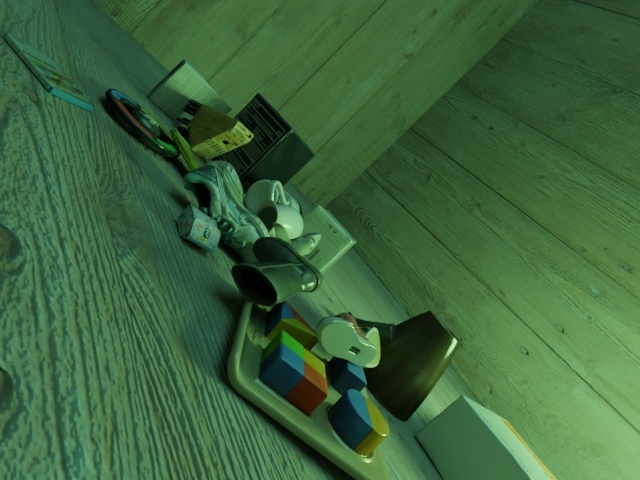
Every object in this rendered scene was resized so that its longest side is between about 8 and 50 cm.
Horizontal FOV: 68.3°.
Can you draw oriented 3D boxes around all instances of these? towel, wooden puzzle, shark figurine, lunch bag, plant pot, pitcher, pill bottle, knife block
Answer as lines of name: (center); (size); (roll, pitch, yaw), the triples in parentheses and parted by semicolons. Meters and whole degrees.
towel: (-0.333, -0.194, 1.269); (0.237, 0.021, 0.102); (58, 1, 23)
wooden puzzle: (0.000, 0.229, 0.796); (0.348, 0.080, 0.322); (45, 6, -12)
shark figurine: (-0.154, 0.003, 1.230); (0.278, 0.167, 0.116); (26, -13, -18)
lunch bag: (-0.235, -0.019, 0.920); (0.071, 0.053, 0.083); (39, 19, -41)
plant pot: (0.232, 0.295, 1.200); (0.215, 0.230, 0.215); (46, 7, -7)
pitcher: (-0.125, -0.081, 1.449); (0.125, 0.178, 0.207); (15, -3, 21)
pill bottle: (-0.148, -0.110, 1.643); (0.130, 0.130, 0.245); (50, 7, 27)
knife block: (-0.368, -0.410, 1.615); (0.088, 0.275, 0.242); (36, 42, -55)

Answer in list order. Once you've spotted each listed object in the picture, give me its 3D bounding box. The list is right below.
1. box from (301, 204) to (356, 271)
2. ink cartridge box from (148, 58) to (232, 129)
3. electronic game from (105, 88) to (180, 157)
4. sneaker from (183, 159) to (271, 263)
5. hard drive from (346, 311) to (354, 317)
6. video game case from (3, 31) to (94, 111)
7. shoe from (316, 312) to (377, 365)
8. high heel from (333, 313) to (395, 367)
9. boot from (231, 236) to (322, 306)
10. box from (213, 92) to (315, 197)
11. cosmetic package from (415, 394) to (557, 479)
box: (0.000, 0.000, 1.687); (0.181, 0.182, 0.119); (47, 7, 9)
ink cartridge box: (-0.470, -0.506, 1.714); (0.232, 0.189, 0.066); (40, 19, -42)
electronic game: (-0.454, -0.301, 1.220); (0.229, 0.048, 0.229); (46, 6, -7)
sneaker: (-0.215, -0.039, 1.055); (0.122, 0.110, 0.283); (-24, 82, -47)
hard drive: (0.121, 0.281, 1.370); (0.135, 0.022, 0.094); (53, -10, 39)
video game case: (-0.558, -0.345, 0.976); (0.166, 0.015, 0.119); (48, 6, 10)
shoe: (0.033, 0.164, 0.847); (0.178, 0.063, 0.081); (42, 4, -46)
high heel: (0.050, 0.229, 1.088); (0.186, 0.094, 0.261); (2, 4, 24)
boot: (-0.105, 0.055, 0.900); (0.189, 0.076, 0.208); (28, 18, 24)
box: (-0.227, -0.335, 1.766); (0.182, 0.294, 0.296); (37, 12, -52)
cosmetic package: (0.444, 0.570, 1.206); (0.453, 0.161, 0.230); (38, 11, -48)
